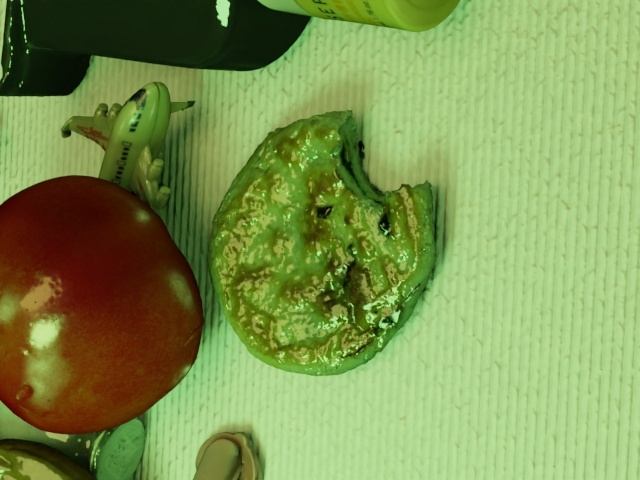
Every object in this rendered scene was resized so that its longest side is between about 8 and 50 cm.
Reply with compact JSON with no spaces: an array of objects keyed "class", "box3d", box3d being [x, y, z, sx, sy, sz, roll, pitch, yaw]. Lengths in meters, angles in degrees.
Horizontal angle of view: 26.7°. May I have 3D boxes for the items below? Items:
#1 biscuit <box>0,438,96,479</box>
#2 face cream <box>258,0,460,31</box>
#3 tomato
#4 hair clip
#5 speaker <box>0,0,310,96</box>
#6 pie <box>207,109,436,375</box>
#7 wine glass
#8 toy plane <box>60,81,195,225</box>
[{"class":"biscuit","box3d":[-0.423,0.386,1.622,0.394,0.070,0.350,-30,91,19]},{"class":"face cream","box3d":[0.042,-0.333,1.383,0.179,0.218,0.218,15,97,32]},{"class":"tomato","box3d":[-0.289,0.079,1.537,0.298,0.226,0.299,17,121,30]},{"class":"hair clip","box3d":[-0.109,0.305,1.584,0.123,0.102,0.138,2,57,32]},{"class":"speaker","box3d":[-0.206,-0.243,1.580,0.388,0.180,0.184,10,102,34]},{"class":"pie","box3d":[-0.005,0.006,1.499,0.302,0.067,0.303,0,89,32]},{"class":"wine glass","box3d":[-0.322,0.234,1.674,0.204,0.111,0.111,16,98,27]},{"class":"toy plane","box3d":[-0.230,-0.093,1.622,0.242,0.104,0.256,53,126,25]}]
